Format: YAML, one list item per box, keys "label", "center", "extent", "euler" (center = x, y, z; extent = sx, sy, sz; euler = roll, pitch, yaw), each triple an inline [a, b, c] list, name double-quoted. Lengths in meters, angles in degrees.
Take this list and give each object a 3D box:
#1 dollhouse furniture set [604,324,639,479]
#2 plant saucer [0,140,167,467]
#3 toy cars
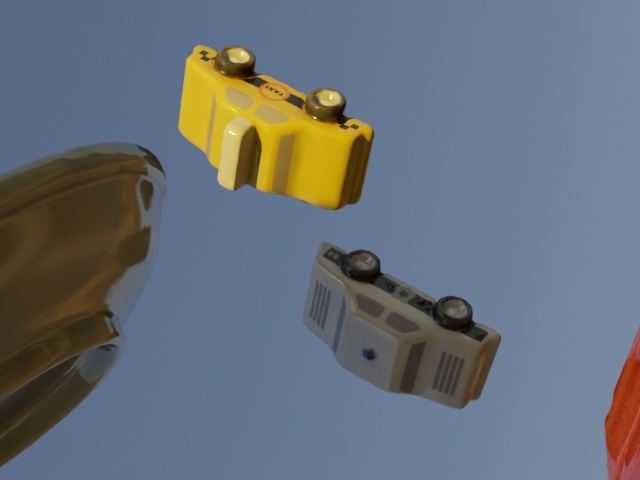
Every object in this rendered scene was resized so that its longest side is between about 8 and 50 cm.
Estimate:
- label: "dollhouse furniture set"
  center: [0.272, -0.014, 0.594]
  extent: [0.152, 0.201, 0.374]
  euler: [-69, -5, -70]
- label: "plant saucer"
  center: [-0.247, 0.096, 0.970]
  extent: [0.400, 0.400, 0.100]
  euler: [-31, -102, -39]
- label: "toy cars"
  center: [0.000, 0.000, 1.215]
  extent: [0.393, 0.176, 0.087]
  euler: [57, -136, -9]
